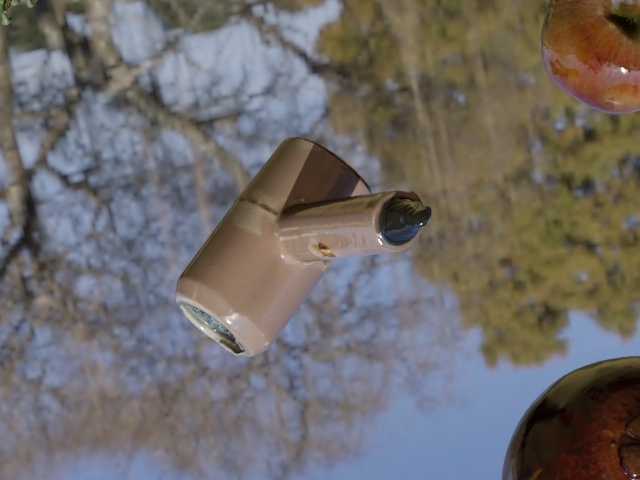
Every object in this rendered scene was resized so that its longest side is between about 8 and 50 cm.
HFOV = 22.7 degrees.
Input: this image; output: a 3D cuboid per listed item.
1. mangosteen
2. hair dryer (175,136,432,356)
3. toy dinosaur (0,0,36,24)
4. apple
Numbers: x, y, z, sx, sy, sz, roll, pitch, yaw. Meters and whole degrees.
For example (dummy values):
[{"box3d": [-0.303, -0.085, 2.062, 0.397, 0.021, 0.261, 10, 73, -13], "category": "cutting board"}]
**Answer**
[{"box3d": [0.239, 0.209, 1.220, 0.215, 0.257, 0.215, 2, -122, -2], "category": "mangosteen"}, {"box3d": [0.000, 0.000, 1.333, 0.189, 0.107, 0.344, -53, -165, -17], "category": "hair dryer"}, {"box3d": [-0.276, -0.223, 1.392, 0.029, 0.060, 0.119, -21, -156, 10], "category": "toy dinosaur"}, {"box3d": [0.233, -0.157, 1.229, 0.126, 0.126, 0.102, -11, 165, 3], "category": "apple"}]
